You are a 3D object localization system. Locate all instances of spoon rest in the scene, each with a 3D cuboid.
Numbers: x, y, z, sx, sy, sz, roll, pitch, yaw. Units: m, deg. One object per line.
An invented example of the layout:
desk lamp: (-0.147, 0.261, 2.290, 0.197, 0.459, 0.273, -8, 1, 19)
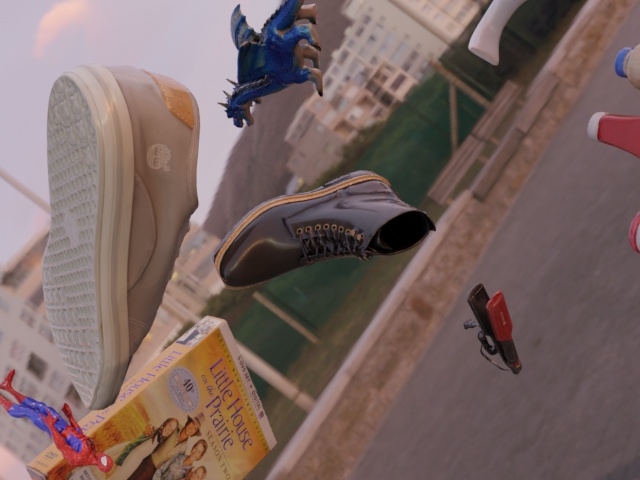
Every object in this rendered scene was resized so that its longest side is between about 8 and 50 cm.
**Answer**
spoon rest: (0.319, -0.382, 1.313, 0.276, 0.137, 0.084, -47, 25, 40)

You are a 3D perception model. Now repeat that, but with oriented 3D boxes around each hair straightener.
hair straightener: (0.283, 0.147, 1.486, 0.047, 0.089, 0.230, -50, -45, -16)

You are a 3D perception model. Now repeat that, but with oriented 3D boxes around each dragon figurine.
dragon figurine: (-0.072, -0.252, 1.165, 0.289, 0.144, 0.085, 87, 178, -59)

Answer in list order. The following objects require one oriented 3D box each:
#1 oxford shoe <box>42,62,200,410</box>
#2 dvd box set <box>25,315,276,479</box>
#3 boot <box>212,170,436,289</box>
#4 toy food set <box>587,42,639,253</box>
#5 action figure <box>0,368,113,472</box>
oxford shoe: (-0.202, 0.016, 0.921, 0.130, 0.169, 0.449, -19, -38, -35)
dvd box set: (-0.272, 0.374, 1.577, 0.062, 0.307, 0.420, 8, 36, 42)
boot: (0.000, 0.000, 0.865, 0.198, 0.076, 0.137, -31, 25, -9)
toy food set: (0.280, -0.075, 0.714, 0.111, 0.104, 0.232, -15, -66, -35)
action figure: (-0.211, 0.146, 0.716, 0.030, 0.115, 0.038, -52, -5, 7)
